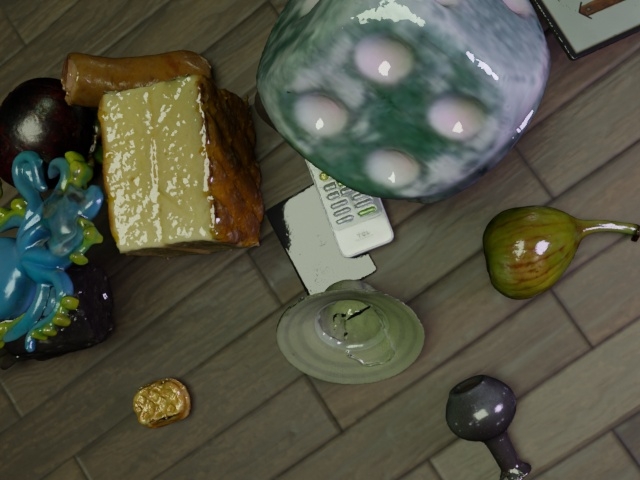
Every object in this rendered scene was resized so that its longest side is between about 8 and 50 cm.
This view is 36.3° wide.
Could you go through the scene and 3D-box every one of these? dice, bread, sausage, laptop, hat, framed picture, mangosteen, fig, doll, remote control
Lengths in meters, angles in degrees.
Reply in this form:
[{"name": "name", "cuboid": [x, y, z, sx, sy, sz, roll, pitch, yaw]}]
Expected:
[{"name": "dice", "cuboid": [0.128, -0.282, 1.506, 0.348, 0.330, 0.328, 36, 132, -20]}, {"name": "bread", "cuboid": [-0.291, 0.297, 1.786, 0.111, 0.044, 0.083, -20, 81, 15]}, {"name": "sausage", "cuboid": [-0.325, -0.287, 1.750, 0.271, 0.109, 0.108, -9, 83, -26]}, {"name": "laptop", "cuboid": [0.000, 0.000, 1.746, 0.135, 0.016, 0.197, -29, 81, 10]}, {"name": "hat", "cuboid": [0.050, 0.128, 1.667, 0.252, 0.252, 0.110, -12, 42, 14]}, {"name": "framed picture", "cuboid": [0.465, -0.443, 1.570, 0.324, 0.013, 0.244, -26, 79, -20]}, {"name": "mangosteen", "cuboid": [-0.505, -0.183, 1.798, 0.216, 0.216, 0.216, -1, 86, 14]}, {"name": "fig", "cuboid": [0.392, 0.000, 1.580, 0.259, 0.151, 0.151, -17, 83, 9]}, {"name": "doll", "cuboid": [-0.481, 0.016, 1.650, 0.341, 0.099, 0.346, -34, 62, 20]}, {"name": "remote control", "cuboid": [0.043, -0.098, 1.719, 0.103, 0.034, 0.250, -20, 82, 6]}, {"name": "bread", "cuboid": [-0.233, -0.116, 1.683, 0.207, 0.279, 0.278, -8, 88, 12]}]

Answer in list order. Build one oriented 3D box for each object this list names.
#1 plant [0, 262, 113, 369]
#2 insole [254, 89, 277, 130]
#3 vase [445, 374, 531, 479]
[{"name": "plant", "cuboid": [-0.551, 0.139, 1.805, 0.321, 0.194, 0.181, -7, 72, 10]}, {"name": "insole", "cuboid": [0.012, -0.182, 1.756, 0.328, 0.007, 0.111, 36, 95, 14]}, {"name": "vase", "cuboid": [0.283, 0.316, 1.608, 0.120, 0.120, 0.182, -27, 95, 12]}]
